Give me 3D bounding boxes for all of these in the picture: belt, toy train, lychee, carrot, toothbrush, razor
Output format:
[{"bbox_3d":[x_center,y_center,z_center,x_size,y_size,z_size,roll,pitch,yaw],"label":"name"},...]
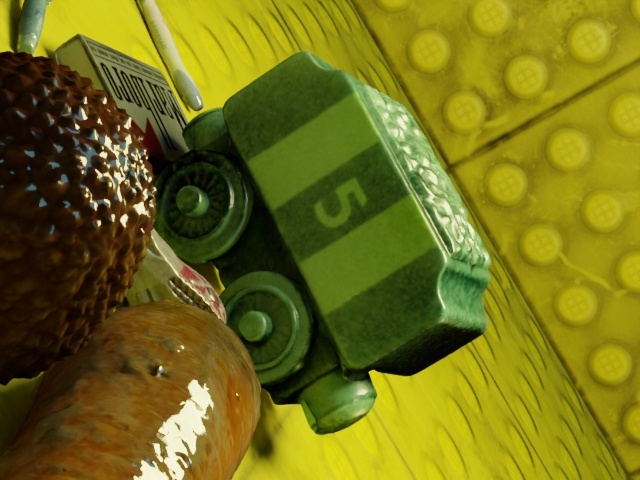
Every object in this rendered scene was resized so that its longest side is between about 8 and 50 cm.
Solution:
[{"bbox_3d":[-0.145,-0.004,1.198,0.232,0.071,0.053,60,6,-17],"label":"belt"},{"bbox_3d":[0.000,0.000,1.347,0.299,0.238,0.167,63,17,16],"label":"toy train"},{"bbox_3d":[-0.179,-0.019,0.881,0.194,0.194,0.194,55,15,-22],"label":"lychee"},{"bbox_3d":[-0.111,0.125,0.918,0.139,0.138,0.302,57,14,-15],"label":"carrot"},{"bbox_3d":[-0.178,-0.248,1.666,0.027,0.021,0.269,5,56,-59],"label":"toothbrush"},{"bbox_3d":[-0.234,-0.192,1.329,0.068,0.040,0.135,51,21,-34],"label":"razor"}]

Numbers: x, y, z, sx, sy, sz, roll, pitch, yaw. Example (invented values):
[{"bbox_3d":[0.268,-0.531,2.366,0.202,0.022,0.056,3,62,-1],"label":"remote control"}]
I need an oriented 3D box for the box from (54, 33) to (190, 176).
[{"bbox_3d":[-0.161,-0.110,1.413,0.115,0.036,0.177,63,14,11],"label":"box"}]
